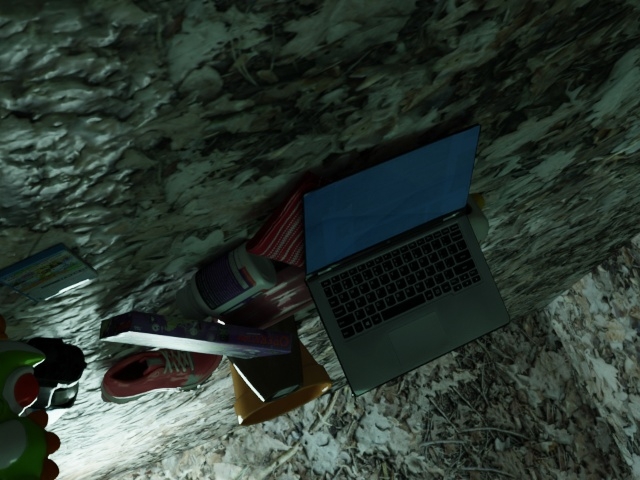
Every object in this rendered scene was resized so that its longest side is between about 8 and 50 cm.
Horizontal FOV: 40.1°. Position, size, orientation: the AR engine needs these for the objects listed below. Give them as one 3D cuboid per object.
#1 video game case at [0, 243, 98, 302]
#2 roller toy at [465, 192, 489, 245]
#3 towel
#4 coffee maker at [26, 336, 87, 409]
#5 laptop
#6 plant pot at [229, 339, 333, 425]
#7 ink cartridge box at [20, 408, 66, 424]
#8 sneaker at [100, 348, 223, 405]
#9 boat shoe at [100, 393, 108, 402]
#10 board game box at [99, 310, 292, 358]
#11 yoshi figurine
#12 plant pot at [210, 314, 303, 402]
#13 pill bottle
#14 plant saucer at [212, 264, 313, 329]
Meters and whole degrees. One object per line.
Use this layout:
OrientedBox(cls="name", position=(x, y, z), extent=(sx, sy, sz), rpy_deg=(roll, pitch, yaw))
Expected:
OrientedBox(cls="video game case", position=(-0.460, 0.058, 1.487), extent=(0.119, 0.015, 0.166), rpy_deg=(-24, 162, -2))
OrientedBox(cls="roller toy", position=(0.268, -0.037, 1.971), extent=(0.209, 0.146, 0.191), rpy_deg=(-40, 151, 18))
OrientedBox(cls="towel", position=(0.003, -0.022, 1.691), extent=(0.275, 0.031, 0.199), rpy_deg=(18, 119, -49))
OrientedBox(cls="coffee maker", position=(-0.574, 0.280, 1.795), extent=(0.171, 0.120, 0.178), rpy_deg=(-16, 159, -25))
OrientedBox(cls="laptop", position=(0.184, 0.047, 1.704), extent=(0.382, 0.407, 0.236), rpy_deg=(-23, 180, -16))
OrientedBox(cls="plant pot", position=(-0.137, 0.383, 2.527), extent=(0.291, 0.203, 0.291), rpy_deg=(-23, 163, -8))
OrientedBox(cls="ink cartridge box", position=(-0.678, 0.413, 2.142), extent=(0.089, 0.052, 0.122), rpy_deg=(-6, 153, -45))
OrientedBox(cls="sneaker", position=(-0.385, 0.318, 2.154), extent=(0.314, 0.116, 0.136), rpy_deg=(-18, 158, -16))
OrientedBox(cls="boat shoe", position=(-0.508, 0.377, 2.287), extent=(0.142, 0.049, 0.040), rpy_deg=(-27, -179, 10))
OrientedBox(cls="board game box", position=(-0.259, 0.199, 1.814), extent=(0.347, 0.056, 0.208), rpy_deg=(12, 160, -28))
OrientedBox(cls="yoshi figurine", position=(-0.570, 0.299, 1.456), extent=(0.204, 0.362, 0.203), rpy_deg=(-7, 156, -45))
OrientedBox(cls="plant pot", position=(-0.135, 0.276, 2.184), extent=(0.215, 0.230, 0.215), rpy_deg=(-23, 162, -8))
OrientedBox(cls="pill bottle", position=(-0.195, 0.091, 1.779), extent=(0.193, 0.108, 0.108), rpy_deg=(-31, 161, 17))
OrientedBox(cls="plant saucer", position=(-0.081, 0.125, 1.968), extent=(0.332, 0.084, 0.332), rpy_deg=(-27, 173, -4))
